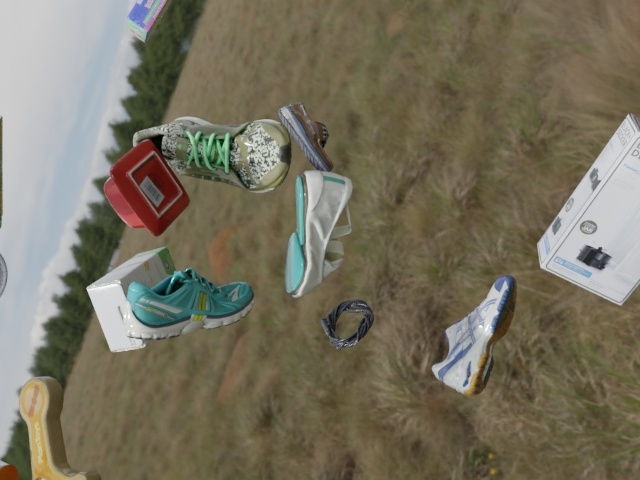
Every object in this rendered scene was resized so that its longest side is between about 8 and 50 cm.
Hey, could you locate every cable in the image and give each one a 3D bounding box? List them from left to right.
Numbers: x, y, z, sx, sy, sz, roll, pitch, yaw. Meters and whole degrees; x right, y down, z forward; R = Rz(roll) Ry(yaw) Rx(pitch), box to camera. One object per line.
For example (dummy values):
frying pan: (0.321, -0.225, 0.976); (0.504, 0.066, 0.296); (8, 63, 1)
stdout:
cable: (0.085, 0.242, 2.112); (0.047, 0.151, 0.184); (65, 176, -30)

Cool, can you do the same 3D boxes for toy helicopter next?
toy helicopter: (-0.464, 0.409, 1.245); (0.235, 0.140, 0.354); (-25, 68, 27)

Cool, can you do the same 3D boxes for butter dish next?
butter dish: (-0.362, -0.092, 1.452); (0.118, 0.160, 0.160); (-20, 23, 30)

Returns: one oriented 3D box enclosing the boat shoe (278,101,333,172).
boat shoe: (-0.017, -0.227, 1.593); (0.066, 0.183, 0.066); (-32, -11, -10)

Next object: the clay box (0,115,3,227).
clay box: (-0.648, -0.119, 1.341); (0.053, 0.128, 0.221); (-136, 50, -66)

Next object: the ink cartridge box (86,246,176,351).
ink cartridge box: (-0.391, 0.125, 1.602); (0.212, 0.093, 0.154); (-52, -53, -66)

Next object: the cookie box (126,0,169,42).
cookie box: (-0.274, -0.376, 1.191); (0.091, 0.040, 0.107); (-59, 15, -3)

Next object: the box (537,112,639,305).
box: (0.519, -0.048, 1.257); (0.290, 0.169, 0.087); (-62, 3, 31)

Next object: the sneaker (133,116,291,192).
sneaker: (-0.236, -0.179, 1.526); (0.410, 0.182, 0.158); (8, 100, 40)

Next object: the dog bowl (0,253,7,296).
dog bowl: (-0.867, 0.079, 1.687); (0.104, 0.265, 0.264); (42, 119, 36)

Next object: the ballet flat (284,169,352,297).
ballet flat: (0.000, 0.000, 1.614); (0.400, 0.139, 0.139); (100, 177, -52)

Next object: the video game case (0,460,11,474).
video game case: (-0.628, 0.389, 1.275); (0.166, 0.119, 0.015); (0, 88, 43)

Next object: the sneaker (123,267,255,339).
sneaker: (-0.223, 0.102, 1.307); (0.107, 0.275, 0.109); (4, 99, 40)

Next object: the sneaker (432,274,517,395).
sneaker: (0.355, 0.203, 1.707); (0.131, 0.112, 0.296); (18, 74, 34)
